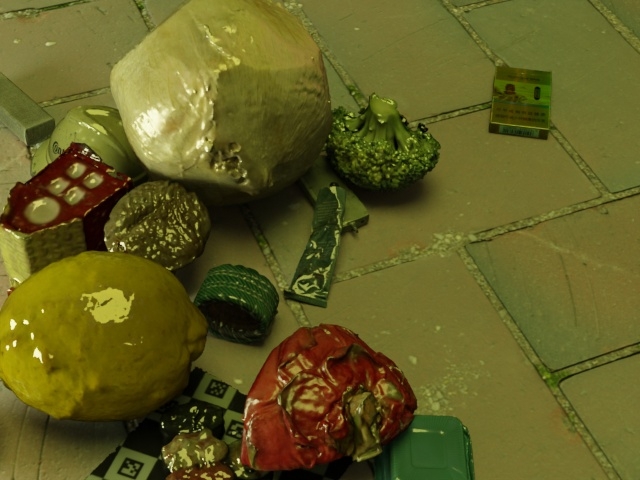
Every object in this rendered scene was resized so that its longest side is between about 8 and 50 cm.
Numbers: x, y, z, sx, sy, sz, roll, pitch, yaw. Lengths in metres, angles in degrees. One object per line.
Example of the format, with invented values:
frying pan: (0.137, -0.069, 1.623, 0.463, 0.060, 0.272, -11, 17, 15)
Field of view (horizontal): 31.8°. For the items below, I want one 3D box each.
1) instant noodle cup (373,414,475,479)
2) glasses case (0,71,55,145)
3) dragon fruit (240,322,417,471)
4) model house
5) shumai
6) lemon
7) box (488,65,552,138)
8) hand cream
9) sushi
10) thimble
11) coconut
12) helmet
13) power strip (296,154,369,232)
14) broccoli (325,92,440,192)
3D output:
instant noodle cup: (0.161, 0.337, 1.716, 0.157, 0.070, 0.179, 2, 45, -2)
glasses case: (-0.626, -0.269, 2.287, 0.071, 0.047, 0.205, -30, 54, -32)
dragon fruit: (0.033, 0.216, 1.697, 0.205, 0.152, 0.317, 9, 29, 32)
model house: (-0.451, -0.012, 1.946, 0.160, 0.196, 0.254, 28, 52, 20)
shumai: (-0.290, 0.009, 1.933, 0.166, 0.175, 0.206, 39, 45, 4)
lemon: (-0.346, 0.148, 1.744, 0.316, 0.285, 0.285, 26, 47, -7)
box: (0.419, -0.291, 2.348, 0.121, 0.030, 0.193, 8, 46, 6)
hand cream: (-0.001, 0.000, 2.020, 0.075, 0.052, 0.247, 1, 57, 24)
sushi: (-0.172, 0.346, 1.695, 0.320, 0.068, 0.339, 29, 52, 24)
thimble: (-0.141, 0.105, 1.892, 0.135, 0.118, 0.090, 12, 48, 10)
coconut: (-0.166, -0.234, 2.031, 0.405, 0.404, 0.404, 1, 46, -1)
helmet: (-0.439, -0.194, 2.158, 0.258, 0.137, 0.204, 11, 47, 10)
power strip: (0.020, -0.085, 2.141, 0.080, 0.029, 0.227, -18, 49, -19)
broccoli: (0.109, -0.187, 2.144, 0.198, 0.176, 0.226, -10, 68, -29)
